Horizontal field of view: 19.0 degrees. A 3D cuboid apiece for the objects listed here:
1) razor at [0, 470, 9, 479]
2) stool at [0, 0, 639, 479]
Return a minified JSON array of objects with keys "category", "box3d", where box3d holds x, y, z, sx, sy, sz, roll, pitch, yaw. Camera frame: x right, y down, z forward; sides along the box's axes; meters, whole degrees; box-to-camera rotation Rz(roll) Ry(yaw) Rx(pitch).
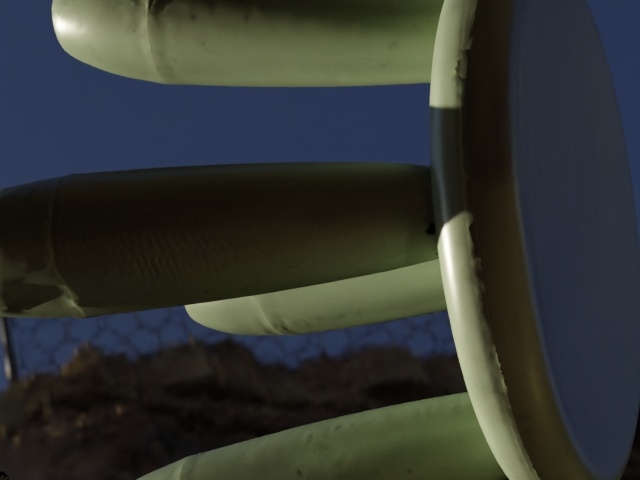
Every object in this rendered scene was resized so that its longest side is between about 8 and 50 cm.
[{"category":"razor","box3d":[-0.120,0.177,1.016,0.155,0.044,0.028,27,-49,6]},{"category":"stool","box3d":[0.000,0.000,0.677,0.199,0.195,0.195,-4,-51,20]}]
